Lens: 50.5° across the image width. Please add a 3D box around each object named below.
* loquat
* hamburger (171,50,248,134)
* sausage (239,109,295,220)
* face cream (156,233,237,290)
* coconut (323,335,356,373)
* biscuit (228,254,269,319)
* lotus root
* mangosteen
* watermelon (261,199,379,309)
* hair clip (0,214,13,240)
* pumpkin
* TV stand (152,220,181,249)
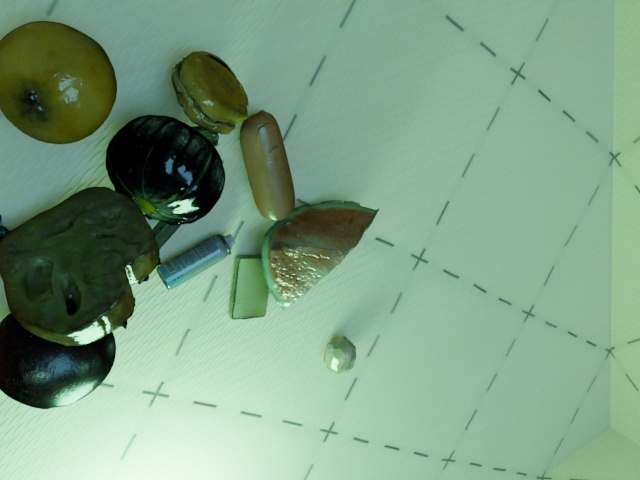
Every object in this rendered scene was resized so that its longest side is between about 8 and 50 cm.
[{"bbox_3d":[-0.578,-0.340,1.469,0.263,0.263,0.263,-13,115,-28],"label":"loquat"},{"bbox_3d":[-0.277,-0.368,1.682,0.108,0.213,0.214,-31,134,29],"label":"hamburger"},{"bbox_3d":[-0.147,-0.209,1.877,0.121,0.121,0.304,-24,120,-23],"label":"sausage"},{"bbox_3d":[-0.339,0.051,1.889,0.229,0.075,0.075,-31,123,-18],"label":"face cream"},{"bbox_3d":[0.069,0.376,2.264,0.110,0.110,0.124,2,114,-33],"label":"coconut"},{"bbox_3d":[-0.210,0.139,2.029,0.121,0.041,0.199,-2,110,-36],"label":"biscuit"},{"bbox_3d":[-0.565,0.050,1.564,0.111,0.375,0.390,78,19,-57],"label":"lotus root"},{"bbox_3d":[-0.651,0.252,1.640,0.300,0.300,0.300,-13,115,-28],"label":"mangosteen"},{"bbox_3d":[-0.032,-0.007,2.001,0.222,0.292,0.319,43,126,-9],"label":"watermelon"},{"bbox_3d":[-0.814,0.043,1.605,0.229,0.039,0.070,-47,128,-6],"label":"hair clip"},{"bbox_3d":[-0.362,-0.195,1.656,0.296,0.296,0.295,-13,115,-28],"label":"pumpkin"},{"bbox_3d":[-0.444,-0.003,1.816,0.256,0.049,0.040,-50,128,-7],"label":"TV stand"}]
